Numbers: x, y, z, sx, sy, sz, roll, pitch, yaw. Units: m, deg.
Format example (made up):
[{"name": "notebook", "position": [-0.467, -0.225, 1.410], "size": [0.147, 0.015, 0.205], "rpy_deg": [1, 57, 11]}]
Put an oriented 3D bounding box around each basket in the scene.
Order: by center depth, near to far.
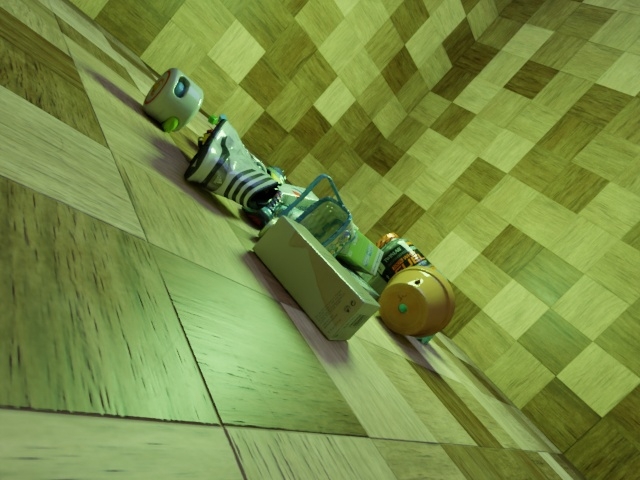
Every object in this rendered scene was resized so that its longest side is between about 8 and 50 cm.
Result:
[{"name": "basket", "position": [-0.008, -0.064, 1.508], "size": [0.201, 0.255, 0.289], "rpy_deg": [40, -8, 48]}]

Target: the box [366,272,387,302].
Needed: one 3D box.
[{"name": "box", "position": [0.268, 0.217, 1.996], "size": [0.087, 0.102, 0.101], "rpy_deg": [40, 7, -5]}]

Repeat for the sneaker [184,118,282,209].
[{"name": "sneaker", "position": [-0.260, -0.216, 1.325], "size": [0.257, 0.169, 0.447], "rpy_deg": [35, 18, -21]}]

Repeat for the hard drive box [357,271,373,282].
[{"name": "hard drive box", "position": [0.287, 0.187, 2.359], "size": [0.181, 0.089, 0.232], "rpy_deg": [42, 6, -14]}]

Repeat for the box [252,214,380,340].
[{"name": "box", "position": [-0.013, 0.091, 1.050], "size": [0.311, 0.121, 0.148], "rpy_deg": [46, 8, 24]}]

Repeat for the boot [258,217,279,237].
[{"name": "boot", "position": [-0.091, 0.018, 1.270], "size": [0.165, 0.077, 0.213], "rpy_deg": [46, 4, 12]}]

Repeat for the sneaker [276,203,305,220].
[{"name": "sneaker", "position": [-0.109, -0.106, 1.794], "size": [0.122, 0.110, 0.283], "rpy_deg": [43, 6, 6]}]

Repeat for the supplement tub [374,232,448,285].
[{"name": "supplement tub", "position": [0.388, 0.136, 1.907], "size": [0.338, 0.207, 0.207], "rpy_deg": [48, 8, 26]}]

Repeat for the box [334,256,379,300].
[{"name": "box", "position": [0.121, 0.158, 1.698], "size": [0.183, 0.056, 0.231], "rpy_deg": [47, 8, 35]}]

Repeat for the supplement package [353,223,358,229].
[{"name": "supplement package", "position": [0.101, -0.047, 2.344], "size": [0.105, 0.179, 0.105], "rpy_deg": [38, 8, -33]}]

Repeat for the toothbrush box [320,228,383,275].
[{"name": "toothbrush box", "position": [0.109, 0.036, 1.798], "size": [0.206, 0.122, 0.283], "rpy_deg": [13, -12, 35]}]

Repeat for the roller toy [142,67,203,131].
[{"name": "roller toy", "position": [-0.523, -0.498, 1.492], "size": [0.146, 0.191, 0.209], "rpy_deg": [36, 9, -39]}]

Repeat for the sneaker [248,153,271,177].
[{"name": "sneaker", "position": [-0.293, -0.277, 1.827], "size": [0.182, 0.127, 0.315], "rpy_deg": [42, -1, 29]}]

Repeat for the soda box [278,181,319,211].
[{"name": "soda box", "position": [-0.133, -0.181, 1.856], "size": [0.286, 0.098, 0.091], "rpy_deg": [6, 37, -52]}]

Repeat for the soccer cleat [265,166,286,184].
[{"name": "soccer cleat", "position": [-0.204, -0.227, 2.025], "size": [0.121, 0.093, 0.289], "rpy_deg": [-5, 63, -36]}]

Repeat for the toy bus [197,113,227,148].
[{"name": "toy bus", "position": [-0.424, -0.381, 1.690], "size": [0.191, 0.202, 0.104], "rpy_deg": [50, 37, 0]}]

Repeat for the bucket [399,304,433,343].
[{"name": "bucket", "position": [0.478, 0.345, 2.060], "size": [0.281, 0.183, 0.281], "rpy_deg": [42, 7, -6]}]

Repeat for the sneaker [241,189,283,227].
[{"name": "sneaker", "position": [-0.182, -0.124, 1.408], "size": [0.104, 0.125, 0.262], "rpy_deg": [41, 7, -12]}]

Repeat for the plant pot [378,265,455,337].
[{"name": "plant pot", "position": [0.359, 0.254, 1.674], "size": [0.291, 0.291, 0.203], "rpy_deg": [45, 25, 22]}]
